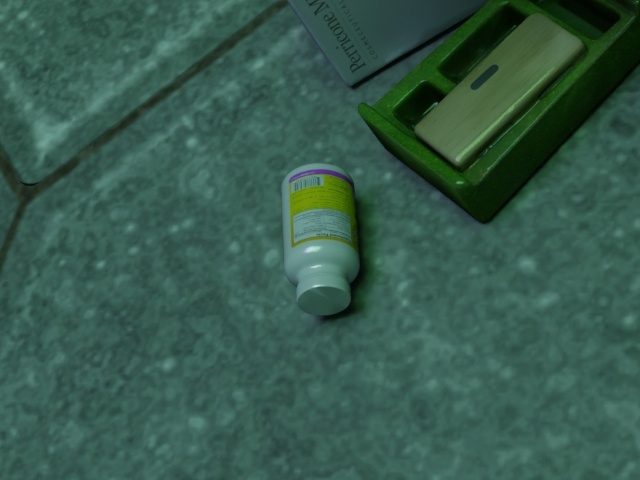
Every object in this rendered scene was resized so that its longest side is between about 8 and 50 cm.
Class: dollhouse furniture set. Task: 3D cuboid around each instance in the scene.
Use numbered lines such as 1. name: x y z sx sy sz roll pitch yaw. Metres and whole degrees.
1. dollhouse furniture set: 0.136 -0.085 0.862 0.151 0.197 0.301 -43 48 -6

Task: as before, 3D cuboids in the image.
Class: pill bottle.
1. pill bottle: 0.000 0.000 0.980 0.043 0.043 0.083 -16 52 18

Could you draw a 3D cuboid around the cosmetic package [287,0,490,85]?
1. cosmetic package: 0.079 -0.204 1.032 0.231 0.117 0.085 -32 48 6
